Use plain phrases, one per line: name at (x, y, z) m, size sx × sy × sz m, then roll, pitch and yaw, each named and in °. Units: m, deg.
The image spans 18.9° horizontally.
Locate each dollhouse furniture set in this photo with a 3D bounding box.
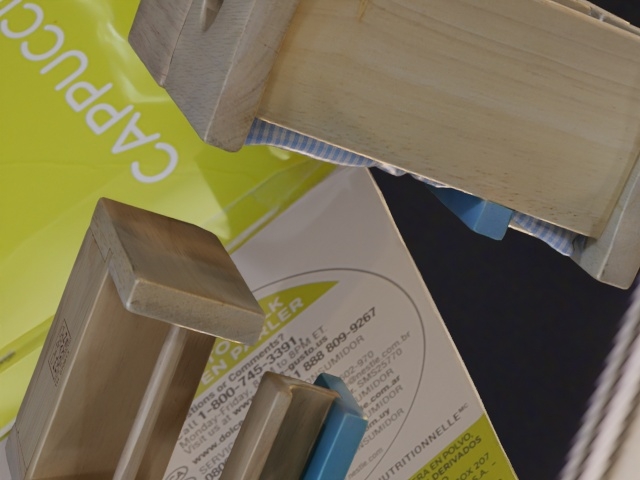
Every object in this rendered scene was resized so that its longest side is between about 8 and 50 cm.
dollhouse furniture set at (0.000, 0.000, 0.561) m, size 0.129 × 0.129 × 0.184 m, roll 18°, pitch -78°, yaw -19°

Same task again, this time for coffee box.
coffee box at (-0.157, 0.067, 0.785) m, size 0.338 × 0.337 × 0.334 m, roll -39°, pitch -38°, yaw -8°
